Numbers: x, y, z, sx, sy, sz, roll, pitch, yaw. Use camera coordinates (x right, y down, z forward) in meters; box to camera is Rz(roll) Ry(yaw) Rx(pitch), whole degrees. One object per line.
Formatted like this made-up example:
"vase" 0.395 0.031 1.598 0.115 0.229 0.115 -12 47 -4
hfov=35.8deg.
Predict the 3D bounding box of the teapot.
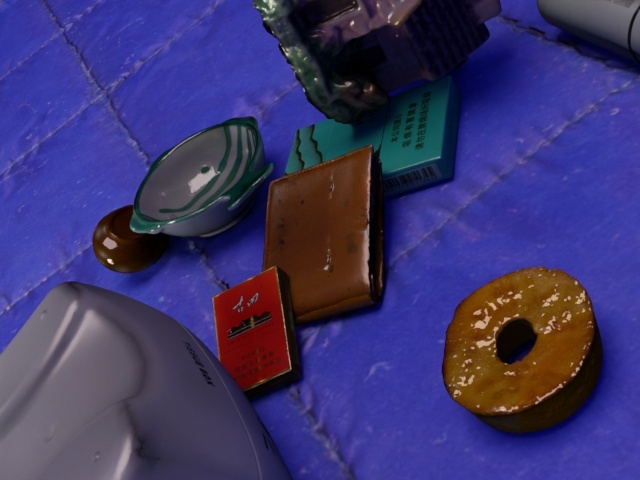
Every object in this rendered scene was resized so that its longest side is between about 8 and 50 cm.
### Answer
"teapot" -0.257 0.003 1.350 0.098 0.078 0.129 18 38 4

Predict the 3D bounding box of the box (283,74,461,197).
"box" 0.059 -0.108 1.217 0.226 0.042 0.161 -16 38 27

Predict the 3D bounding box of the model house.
"model house" 0.081 -0.287 1.166 0.237 0.237 0.202 -20 31 22

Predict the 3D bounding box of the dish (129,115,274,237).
"dish" -0.138 -0.064 1.307 0.224 0.078 0.246 -47 35 -19

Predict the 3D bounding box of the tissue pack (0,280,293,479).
"tissue pack" -0.162 0.206 0.881 0.229 0.236 0.333 -51 35 5

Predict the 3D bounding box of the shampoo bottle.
"shampoo bottle" 0.324 -0.267 1.132 0.085 0.085 0.262 -38 33 -2

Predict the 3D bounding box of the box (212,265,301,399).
"box" -0.070 0.102 1.064 0.090 0.023 0.133 -24 53 20

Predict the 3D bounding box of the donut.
"donut" 0.177 0.097 0.853 0.151 0.058 0.152 -24 37 19

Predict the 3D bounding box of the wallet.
"wallet" 0.003 0.001 1.110 0.161 0.042 0.196 -19 56 33

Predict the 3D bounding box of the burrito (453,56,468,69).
"burrito" 0.142 -0.258 1.323 0.055 0.041 0.149 -40 36 3
